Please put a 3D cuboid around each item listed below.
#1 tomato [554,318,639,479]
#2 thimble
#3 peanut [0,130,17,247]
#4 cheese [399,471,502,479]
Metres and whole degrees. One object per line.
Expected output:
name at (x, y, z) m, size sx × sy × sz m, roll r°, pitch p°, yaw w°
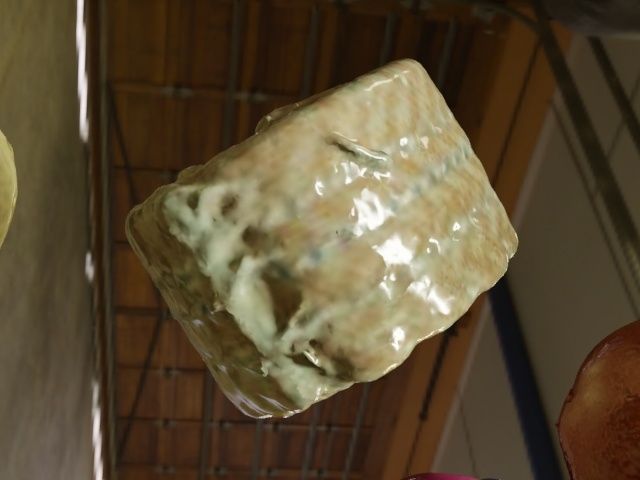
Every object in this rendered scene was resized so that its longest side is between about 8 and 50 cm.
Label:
tomato at (0.277, 0.155, 0.733) m, size 0.184 × 0.208 × 0.208 m, roll -23°, pitch -127°, yaw 34°
thimble at (0.005, -0.003, 0.577) m, size 0.148 × 0.196 × 0.229 m, roll 59°, pitch 3°, yaw -5°
peanut at (-0.309, 0.018, 0.782) m, size 0.123 × 0.123 × 0.256 m, roll -171°, pitch -80°, yaw -84°
cheese at (0.149, 0.278, 1.048) m, size 0.244 × 0.155 × 0.062 m, roll 137°, pitch -35°, yaw -61°
